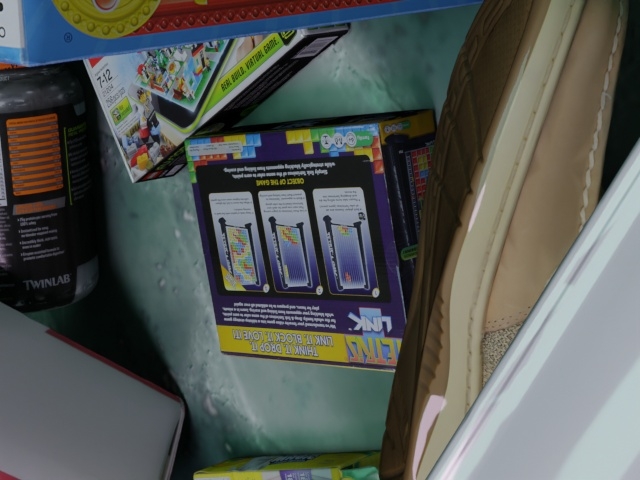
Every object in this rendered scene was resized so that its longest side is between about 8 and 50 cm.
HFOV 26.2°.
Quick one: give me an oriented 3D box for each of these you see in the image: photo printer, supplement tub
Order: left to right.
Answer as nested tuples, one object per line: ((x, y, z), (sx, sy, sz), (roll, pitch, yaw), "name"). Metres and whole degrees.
((-0.222, -0.051, 0.981), (0.117, 0.117, 0.190), (12, 110, 45), "supplement tub")
((0.143, 0.040, 0.483), (0.107, 0.256, 0.307), (37, 114, 20), "photo printer")

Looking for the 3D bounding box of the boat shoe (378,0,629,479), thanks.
((0.104, 0.021, 0.663), (0.121, 0.110, 0.341), (-89, 7, -59), "boat shoe")

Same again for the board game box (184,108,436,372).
((0.000, 0.000, 0.807), (0.170, 0.048, 0.141), (1, 104, 47), "board game box")

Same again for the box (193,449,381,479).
((-0.004, 0.188, 0.873), (0.179, 0.043, 0.105), (-12, 92, 51), "box")

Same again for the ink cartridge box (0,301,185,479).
((-0.279, 0.168, 1.004), (0.306, 0.226, 0.131), (-35, 35, 42), "ink cartridge box")

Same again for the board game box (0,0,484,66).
((-0.032, -0.242, 0.574), (0.086, 0.308, 0.302), (14, 112, 43), "board game box")

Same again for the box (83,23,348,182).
((-0.075, -0.129, 0.858), (0.207, 0.036, 0.114), (-34, 76, 47), "box")
